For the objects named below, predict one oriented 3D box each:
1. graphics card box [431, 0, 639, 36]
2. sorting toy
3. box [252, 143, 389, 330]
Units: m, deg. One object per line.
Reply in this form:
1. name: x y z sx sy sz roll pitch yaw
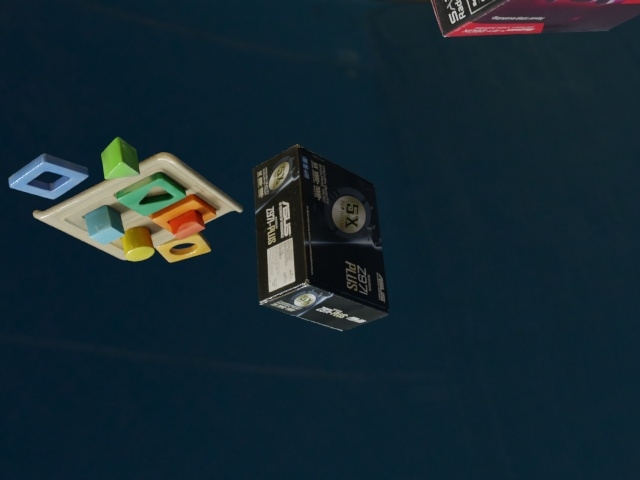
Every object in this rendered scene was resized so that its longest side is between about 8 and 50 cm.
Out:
1. graphics card box: 0.282 -0.268 0.700 0.371 0.232 0.094 -21 -99 56
2. sorting toy: -0.211 -0.024 1.074 0.196 0.347 0.047 -21 -113 15
3. box: 0.000 0.000 1.057 0.077 0.147 0.180 -24 -122 35
